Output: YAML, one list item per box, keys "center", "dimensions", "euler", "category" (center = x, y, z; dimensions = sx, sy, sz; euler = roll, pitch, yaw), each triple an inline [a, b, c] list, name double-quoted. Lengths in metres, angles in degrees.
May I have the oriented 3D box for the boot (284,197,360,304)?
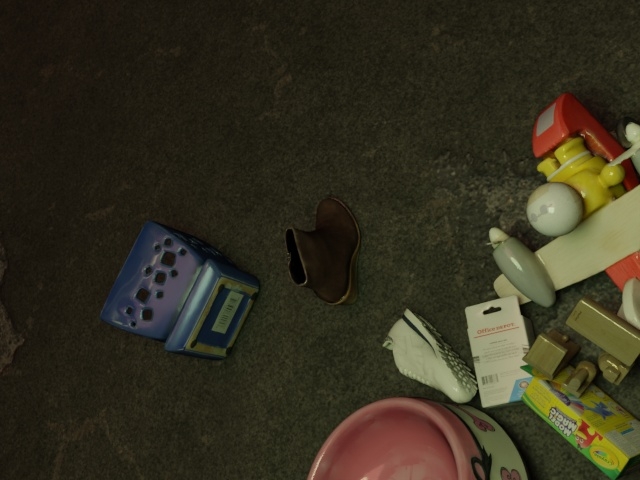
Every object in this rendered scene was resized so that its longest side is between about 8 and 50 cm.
- center: [0.000, 0.000, 1.722]
  dimensions: [0.090, 0.207, 0.248]
  euler: [-22, 63, 24]
  category: "boot"

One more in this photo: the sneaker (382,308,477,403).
- center: [0.196, 0.224, 1.587]
  dimensions: [0.095, 0.090, 0.235]
  euler: [-48, 36, 9]
  category: "sneaker"

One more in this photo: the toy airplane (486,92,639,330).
- center: [0.443, -0.022, 1.409]
  dimensions: [0.384, 0.273, 0.385]
  euler: [32, 115, 52]
  category: "toy airplane"

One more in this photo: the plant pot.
- center: [-0.277, 0.119, 1.845]
  dimensions: [0.212, 0.236, 0.235]
  euler: [25, 88, 29]
  category: "plant pot"

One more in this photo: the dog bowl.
- center: [0.137, 0.441, 1.455]
  dimensions: [0.408, 0.150, 0.407]
  euler: [-26, 48, 33]
  category: "dog bowl"

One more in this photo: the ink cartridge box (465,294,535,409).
- center: [0.323, 0.196, 1.538]
  dimensions: [0.104, 0.060, 0.180]
  euler: [-17, 68, 26]
  category: "ink cartridge box"

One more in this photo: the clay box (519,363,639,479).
- center: [0.422, 0.278, 1.409]
  dimensions: [0.222, 0.127, 0.053]
  euler: [41, 119, 36]
  category: "clay box"

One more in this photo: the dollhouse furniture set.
- center: [0.439, 0.156, 1.407]
  dimensions: [0.144, 0.123, 0.151]
  euler: [36, 125, 22]
  category: "dollhouse furniture set"
